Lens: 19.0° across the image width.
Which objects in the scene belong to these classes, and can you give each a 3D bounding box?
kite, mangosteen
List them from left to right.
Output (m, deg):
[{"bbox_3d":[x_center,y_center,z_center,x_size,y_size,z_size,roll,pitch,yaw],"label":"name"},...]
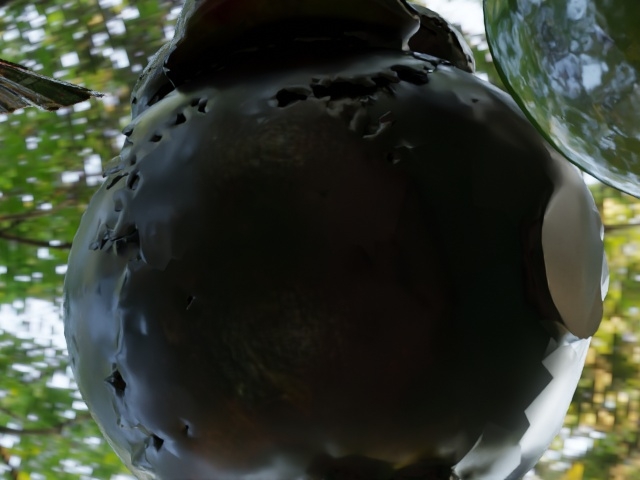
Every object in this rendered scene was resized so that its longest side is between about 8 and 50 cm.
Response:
[{"bbox_3d":[-0.202,-0.063,0.936,0.190,0.159,0.010,-10,-116,7],"label":"kite"},{"bbox_3d":[0.016,0.007,1.315,0.381,0.381,0.421,17,-104,-26],"label":"mangosteen"}]

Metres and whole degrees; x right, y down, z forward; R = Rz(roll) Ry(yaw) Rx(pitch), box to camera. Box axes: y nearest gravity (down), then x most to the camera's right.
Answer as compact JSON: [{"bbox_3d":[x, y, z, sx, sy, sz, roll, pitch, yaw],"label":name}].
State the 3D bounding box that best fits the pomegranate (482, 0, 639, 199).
[{"bbox_3d":[0.166,-0.085,0.642,0.224,0.181,0.181,21,-101,-11],"label":"pomegranate"}]
